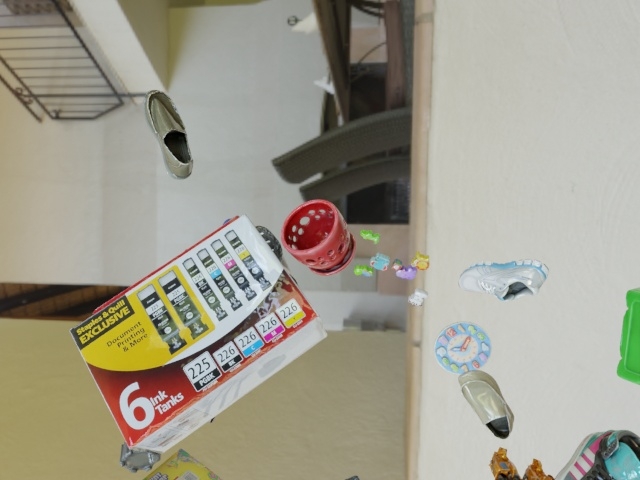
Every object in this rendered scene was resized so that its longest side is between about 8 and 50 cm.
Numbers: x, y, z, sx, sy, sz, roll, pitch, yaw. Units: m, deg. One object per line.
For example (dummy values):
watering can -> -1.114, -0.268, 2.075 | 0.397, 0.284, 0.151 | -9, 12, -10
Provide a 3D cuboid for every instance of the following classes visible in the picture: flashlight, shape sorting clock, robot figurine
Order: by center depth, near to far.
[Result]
robot figurine -> 0.542, 0.640, 1.481 | 0.291, 0.211, 0.085 | -24, -49, -87
flashlight -> -0.479, 0.477, 1.518 | 0.103, 0.103, 0.304 | -49, 23, 11
shape sorting clock -> 0.513, 0.390, 2.068 | 0.040, 0.206, 0.206 | -60, -30, -78

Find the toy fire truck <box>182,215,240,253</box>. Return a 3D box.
toy fire truck -> -0.309, 0.045, 1.697 | 0.253, 0.169, 0.302 | -57, 10, -9

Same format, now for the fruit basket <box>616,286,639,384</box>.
fruit basket -> 0.765, 0.176, 0.973 | 0.392, 0.392, 0.282 | -14, -70, -82

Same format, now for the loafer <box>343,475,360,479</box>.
loafer -> 0.117, 0.657, 1.451 | 0.223, 0.078, 0.076 | 53, 175, -40

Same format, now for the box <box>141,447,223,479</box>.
box -> -0.450, 0.786, 1.578 | 0.279, 0.177, 0.290 | -60, -12, 11

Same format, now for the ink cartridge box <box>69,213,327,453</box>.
ink cartridge box -> -0.195, 0.115, 0.877 | 0.272, 0.309, 0.130 | 52, 171, 22

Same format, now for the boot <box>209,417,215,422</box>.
boot -> -0.404, 0.600, 1.985 | 0.042, 0.087, 0.118 | -2, -55, -59

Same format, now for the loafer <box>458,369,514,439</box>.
loafer -> 0.506, 0.493, 1.715 | 0.268, 0.102, 0.092 | 49, -156, -20

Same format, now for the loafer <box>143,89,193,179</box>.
loafer -> -0.391, -0.290, 1.521 | 0.087, 0.094, 0.251 | -24, 89, 58

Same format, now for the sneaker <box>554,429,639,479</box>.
sneaker -> 0.625, 0.518, 1.241 | 0.295, 0.124, 0.178 | -41, -9, -35

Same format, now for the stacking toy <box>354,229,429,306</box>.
stacking toy -> 0.196, 0.072, 1.559 | 0.167, 0.221, 0.052 | -75, 11, -50

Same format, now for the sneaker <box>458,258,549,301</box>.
sneaker -> 0.362, 0.089, 1.172 | 0.071, 0.191, 0.083 | 52, -130, -24

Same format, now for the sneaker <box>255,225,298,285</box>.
sneaker -> -0.157, 0.059, 1.760 | 0.108, 0.100, 0.271 | 58, 172, 50

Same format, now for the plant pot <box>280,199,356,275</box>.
plant pot -> 0.000, 0.000, 1.715 | 0.174, 0.191, 0.191 | 52, -145, -49
